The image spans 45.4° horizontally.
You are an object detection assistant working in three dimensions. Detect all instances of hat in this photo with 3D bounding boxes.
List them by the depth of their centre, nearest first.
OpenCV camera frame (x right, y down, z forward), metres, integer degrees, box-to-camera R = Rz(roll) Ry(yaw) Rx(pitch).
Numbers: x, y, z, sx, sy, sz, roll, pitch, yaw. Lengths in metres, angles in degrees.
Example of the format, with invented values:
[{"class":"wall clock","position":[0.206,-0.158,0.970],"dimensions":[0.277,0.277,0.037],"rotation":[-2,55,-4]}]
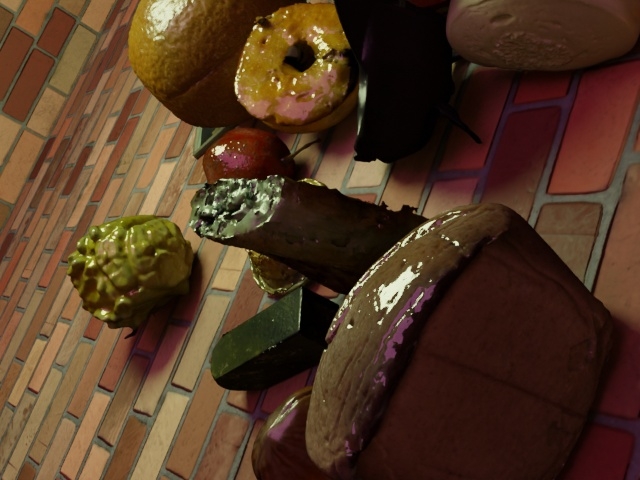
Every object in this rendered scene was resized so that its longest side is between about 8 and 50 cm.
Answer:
[{"class":"hat","position":[0.127,-0.266,1.058],"dimensions":[0.209,0.336,0.238],"rotation":[-8,28,5]}]

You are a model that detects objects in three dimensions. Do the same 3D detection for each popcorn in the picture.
[{"class":"popcorn","position":[-0.365,0.065,1.493],"dimensions":[0.249,0.249,0.225],"rotation":[-30,72,37]}]

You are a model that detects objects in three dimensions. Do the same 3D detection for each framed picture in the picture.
[{"class":"framed picture","position":[-0.225,-0.331,1.780],"dimensions":[0.192,0.018,0.265],"rotation":[-35,40,35]}]

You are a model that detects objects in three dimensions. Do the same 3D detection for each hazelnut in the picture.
[{"class":"hazelnut","position":[-0.010,0.243,0.922],"dimensions":[0.150,0.150,0.150],"rotation":[-33,41,35]}]

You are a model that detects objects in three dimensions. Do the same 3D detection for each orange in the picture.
[{"class":"orange","position":[-0.192,-0.402,1.512],"dimensions":[0.357,0.322,0.322],"rotation":[-44,34,3]}]

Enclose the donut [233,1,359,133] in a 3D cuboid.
[{"class":"donut","position":[-0.029,-0.298,1.329],"dimensions":[0.253,0.118,0.253],"rotation":[-7,61,12]}]

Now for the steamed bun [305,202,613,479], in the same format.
[{"class":"steamed bun","position":[0.124,0.122,0.768],"dimensions":[0.301,0.251,0.199],"rotation":[-58,22,-4]}]

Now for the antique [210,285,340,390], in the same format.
[{"class":"antique","position":[-0.073,0.156,1.135],"dimensions":[0.221,0.080,0.081],"rotation":[-33,40,37]}]

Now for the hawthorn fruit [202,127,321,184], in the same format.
[{"class":"hawthorn fruit","position":[-0.106,-0.129,1.355],"dimensions":[0.203,0.162,0.163],"rotation":[-7,58,37]}]

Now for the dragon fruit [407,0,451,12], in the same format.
[{"class":"dragon fruit","position":[0.170,-0.445,1.166],"dimensions":[0.193,0.192,0.274],"rotation":[-65,14,-22]}]

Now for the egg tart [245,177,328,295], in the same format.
[{"class":"egg tart","position":[-0.059,-0.012,1.245],"dimensions":[0.212,0.090,0.213],"rotation":[-30,47,38]}]

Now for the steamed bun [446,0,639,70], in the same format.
[{"class":"steamed bun","position":[0.277,-0.324,0.950],"dimensions":[0.250,0.155,0.200],"rotation":[6,69,36]}]

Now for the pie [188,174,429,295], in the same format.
[{"class":"pie","position":[0.000,0.000,0.972],"dimensions":[0.354,0.288,0.103],"rotation":[1,72,49]}]
